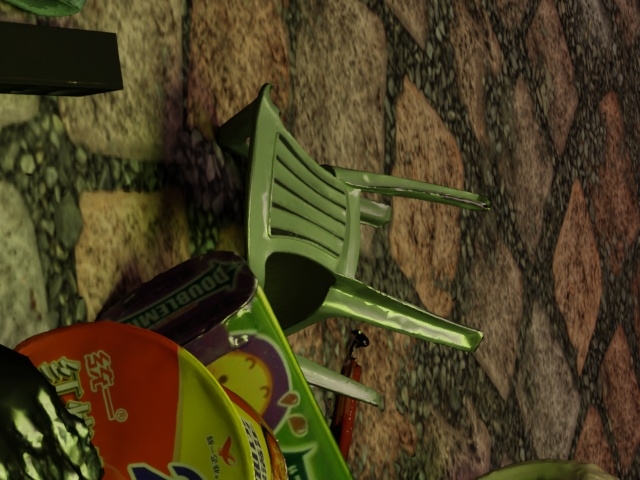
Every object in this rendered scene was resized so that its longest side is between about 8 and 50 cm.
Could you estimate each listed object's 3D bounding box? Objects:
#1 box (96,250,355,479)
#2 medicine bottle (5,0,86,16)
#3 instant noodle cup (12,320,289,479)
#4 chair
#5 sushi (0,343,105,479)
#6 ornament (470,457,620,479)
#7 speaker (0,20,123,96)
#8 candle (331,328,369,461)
[{"bbox_3d":[-0.051,0.174,1.497,0.097,0.134,0.345,45,-16,52],"label":"box"},{"bbox_3d":[-0.197,-0.265,1.351,0.090,0.054,0.208,20,65,-62],"label":"medicine bottle"},{"bbox_3d":[-0.121,0.165,1.265,0.174,0.213,0.213,29,58,-74],"label":"instant noodle cup"},{"bbox_3d":[0.000,0.000,1.591,0.275,0.190,0.203,17,65,-34],"label":"chair"},{"bbox_3d":[-0.233,0.160,0.963,0.225,0.238,0.218,53,40,-25],"label":"sushi"},{"bbox_3d":[0.226,0.348,1.932,0.259,0.259,0.225,-37,113,-63],"label":"ornament"},{"bbox_3d":[-0.201,-0.125,1.327,0.191,0.040,0.046,-6,88,-66],"label":"speaker"},{"bbox_3d":[0.025,0.154,1.801,0.026,0.021,0.167,56,37,-49],"label":"candle"}]
